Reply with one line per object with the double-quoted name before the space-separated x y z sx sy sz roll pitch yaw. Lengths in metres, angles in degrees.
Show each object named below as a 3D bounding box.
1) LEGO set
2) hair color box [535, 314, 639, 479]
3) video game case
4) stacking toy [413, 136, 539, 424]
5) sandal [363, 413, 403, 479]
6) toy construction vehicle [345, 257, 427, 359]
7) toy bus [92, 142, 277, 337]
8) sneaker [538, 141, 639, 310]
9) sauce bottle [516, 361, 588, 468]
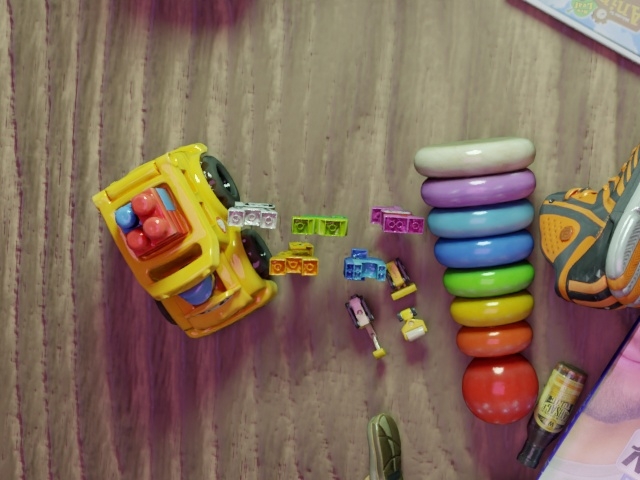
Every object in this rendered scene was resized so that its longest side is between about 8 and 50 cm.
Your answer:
"LEGO set" 0.000 0.000 1.963 0.227 0.093 0.087 3 102 -6
"hair color box" 0.407 0.186 1.879 0.185 0.110 0.339 32 97 10
"video game case" 0.346 -0.325 1.911 0.212 0.023 0.193 31 98 9
"stacking toy" 0.190 0.051 1.911 0.141 0.141 0.330 -5 96 12
"sandal" 0.068 0.296 1.978 0.049 0.072 0.180 -5 90 28
"toy construction vehicle" 0.080 0.082 1.984 0.086 0.035 0.098 -28 85 5
"toy bus" -0.166 0.005 1.940 0.149 0.211 0.220 -29 88 10
"sneaker" 0.346 -0.065 1.871 0.124 0.180 0.321 45 65 -25
"sauce bottle" 0.269 0.205 1.942 0.042 0.042 0.128 24 98 10
